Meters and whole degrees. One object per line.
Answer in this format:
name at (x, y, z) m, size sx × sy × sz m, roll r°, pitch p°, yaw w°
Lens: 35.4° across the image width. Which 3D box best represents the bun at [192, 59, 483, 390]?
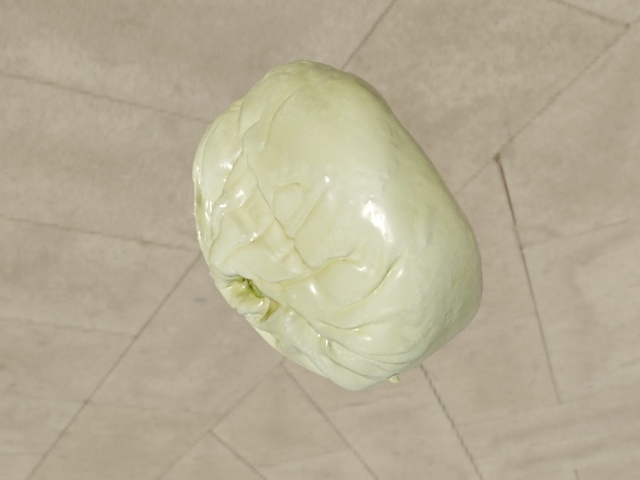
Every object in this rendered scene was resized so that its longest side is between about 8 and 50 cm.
bun at (0.000, 0.000, 0.684) m, size 0.145 × 0.229 × 0.229 m, roll -34°, pitch 151°, yaw -14°
